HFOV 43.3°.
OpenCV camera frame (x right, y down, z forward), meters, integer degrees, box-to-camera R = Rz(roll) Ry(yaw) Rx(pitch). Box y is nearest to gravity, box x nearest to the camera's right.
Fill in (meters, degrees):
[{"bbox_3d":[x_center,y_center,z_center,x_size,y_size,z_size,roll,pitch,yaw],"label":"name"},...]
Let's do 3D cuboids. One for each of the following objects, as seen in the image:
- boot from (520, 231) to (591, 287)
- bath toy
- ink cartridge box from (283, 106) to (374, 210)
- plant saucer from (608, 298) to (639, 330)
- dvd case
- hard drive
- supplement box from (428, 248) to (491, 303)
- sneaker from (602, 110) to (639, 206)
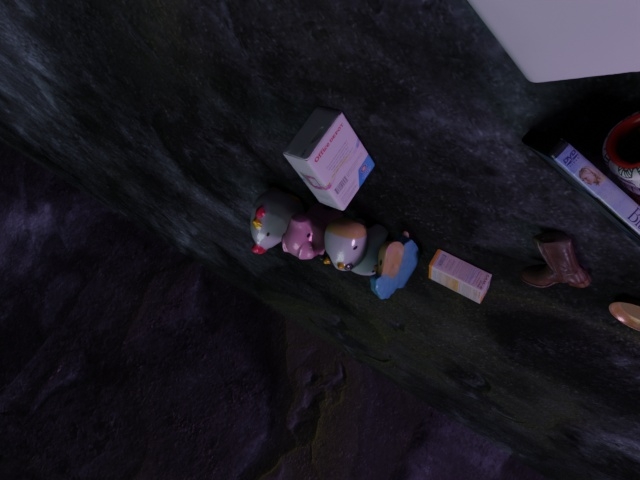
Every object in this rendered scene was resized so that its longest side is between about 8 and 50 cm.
[{"bbox_3d":[0.305,0.023,1.102,0.106,0.037,0.114,0,150,38],"label":"boot"},{"bbox_3d":[0.000,0.000,1.430,0.348,0.129,0.151,20,160,37],"label":"bath toy"},{"bbox_3d":[0.014,-0.116,1.140,0.052,0.088,0.122,23,161,38],"label":"ink cartridge box"},{"bbox_3d":[0.444,0.103,1.120,0.083,0.015,0.083,29,164,9],"label":"plant saucer"},{"bbox_3d":[0.311,-0.019,0.806,0.253,0.022,0.180,41,-167,-3],"label":"dvd case"},{"bbox_3d":[0.159,-0.243,0.599,0.307,0.040,0.203,42,161,-30],"label":"hard drive"},{"bbox_3d":[0.231,0.059,1.340,0.098,0.036,0.062,27,163,16],"label":"supplement box"},{"bbox_3d":[0.368,-0.052,0.672,0.145,0.090,0.270,35,168,-33],"label":"sneaker"}]
